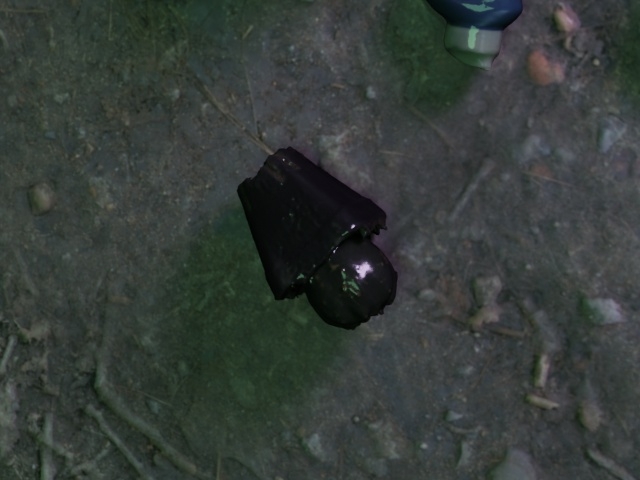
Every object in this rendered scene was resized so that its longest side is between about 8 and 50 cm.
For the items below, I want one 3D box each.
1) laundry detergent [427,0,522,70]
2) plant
[{"bbox_3d":[0.196,-0.358,1.510,0.143,0.094,0.290,9,104,12],"label":"laundry detergent"},{"bbox_3d":[0.000,0.000,1.626,0.164,0.142,0.256,-38,79,20],"label":"plant"}]
